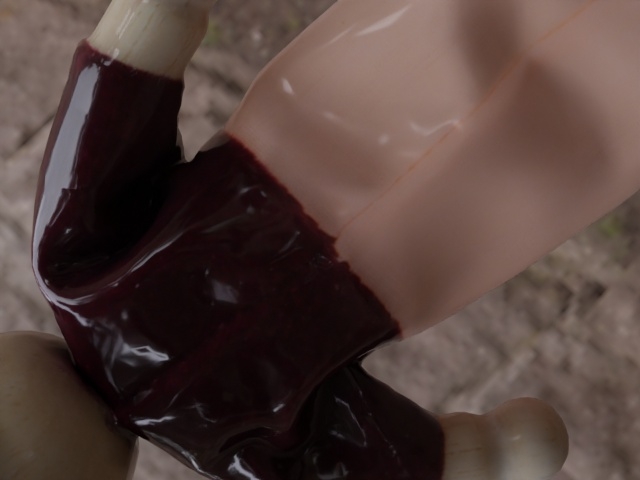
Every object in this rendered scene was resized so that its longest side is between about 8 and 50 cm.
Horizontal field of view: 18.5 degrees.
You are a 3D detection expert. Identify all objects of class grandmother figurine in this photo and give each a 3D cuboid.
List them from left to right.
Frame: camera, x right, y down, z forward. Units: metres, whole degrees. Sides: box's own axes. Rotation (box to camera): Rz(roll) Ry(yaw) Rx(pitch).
[{"bbox_3d":[0.000,0.000,0.589,0.208,0.342,0.104,54,-179,-7],"label":"grandmother figurine"}]
